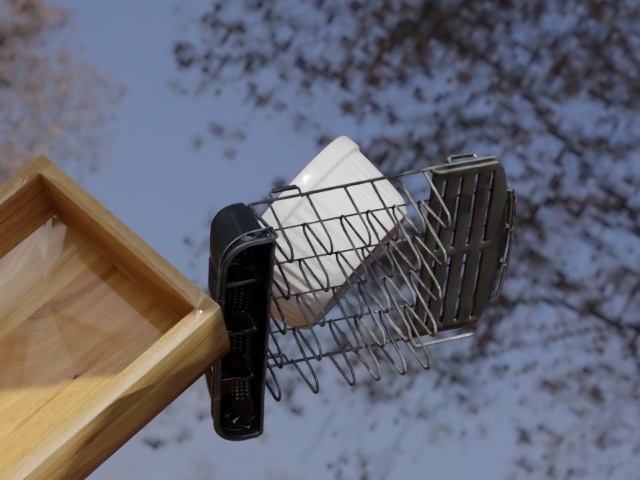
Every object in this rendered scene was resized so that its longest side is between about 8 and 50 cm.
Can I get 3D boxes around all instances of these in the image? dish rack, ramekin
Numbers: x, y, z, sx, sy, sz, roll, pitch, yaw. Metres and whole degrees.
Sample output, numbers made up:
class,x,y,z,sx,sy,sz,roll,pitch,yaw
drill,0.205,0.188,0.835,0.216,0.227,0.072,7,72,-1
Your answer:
class,x,y,z,sx,sy,sz,roll,pitch,yaw
dish rack,0.035,0.038,1.529,0.074,0.272,0.208,-121,-153,-43
ramekin,0.000,0.000,2.062,0.109,0.207,0.207,41,-15,4

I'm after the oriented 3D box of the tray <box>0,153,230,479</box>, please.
class,x,y,z,sx,sy,sz,roll,pitch,yaw
tray,-0.284,0.137,1.389,0.203,0.411,0.076,39,-20,26
